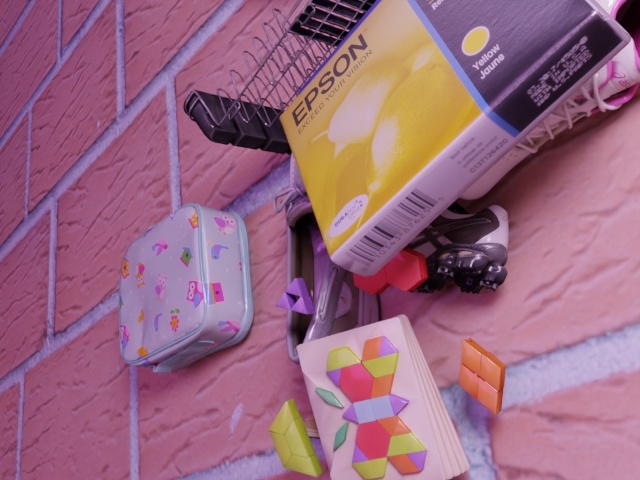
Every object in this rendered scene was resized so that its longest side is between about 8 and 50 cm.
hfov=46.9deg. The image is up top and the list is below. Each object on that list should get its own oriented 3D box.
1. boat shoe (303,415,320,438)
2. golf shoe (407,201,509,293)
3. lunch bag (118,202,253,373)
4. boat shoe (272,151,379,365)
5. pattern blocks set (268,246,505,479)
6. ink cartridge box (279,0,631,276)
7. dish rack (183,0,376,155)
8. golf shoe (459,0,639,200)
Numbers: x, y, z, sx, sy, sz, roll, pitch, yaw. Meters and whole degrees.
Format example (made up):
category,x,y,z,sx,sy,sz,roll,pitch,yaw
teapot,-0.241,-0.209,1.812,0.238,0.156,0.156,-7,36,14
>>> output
category,x,y,z,sx,sy,sz,roll,pitch,yaw
boat shoe,0.048,0.199,0.846,0.170,0.063,0.059,-15,65,38
golf shoe,0.125,0.006,0.807,0.198,0.077,0.094,-1,62,48
lunch bag,-0.217,0.085,1.159,0.279,0.107,0.224,-29,63,45
boat shoe,-0.002,0.002,0.923,0.118,0.103,0.320,-23,63,45
pattern blocks set,0.057,0.173,0.768,0.285,0.026,0.325,-38,73,28
ink cartridge box,0.086,-0.174,0.715,0.303,0.072,0.307,-45,45,25
dish rack,-0.020,-0.215,0.937,0.271,0.208,0.074,-45,60,33
golf shoe,0.221,-0.152,0.695,0.306,0.115,0.140,-59,45,22
